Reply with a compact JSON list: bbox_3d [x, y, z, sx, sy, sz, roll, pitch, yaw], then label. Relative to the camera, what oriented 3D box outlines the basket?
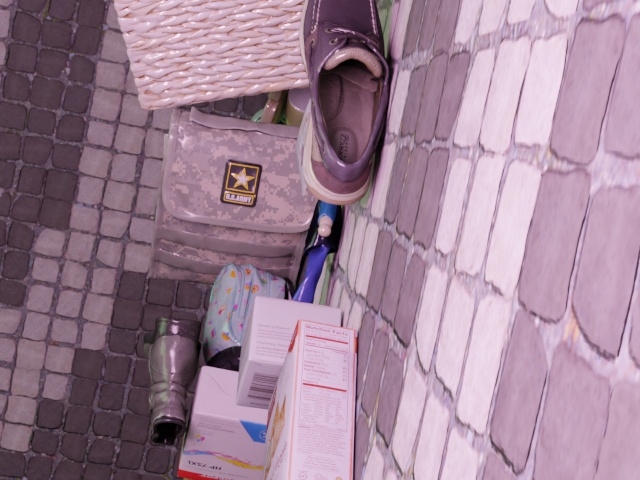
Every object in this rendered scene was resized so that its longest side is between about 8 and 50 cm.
[{"bbox_3d":[-0.135,-0.396,1.685,0.328,0.331,0.266,-102,3,-46],"label":"basket"}]

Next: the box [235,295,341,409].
[{"bbox_3d":[-0.035,0.129,1.297,0.101,0.102,0.087,108,168,-50],"label":"box"}]

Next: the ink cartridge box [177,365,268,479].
[{"bbox_3d":[-0.121,0.275,1.623,0.231,0.134,0.078,108,171,-50],"label":"ink cartridge box"}]

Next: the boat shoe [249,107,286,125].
[{"bbox_3d":[-0.100,-0.086,2.124,0.102,0.108,0.301,-98,17,-69],"label":"boat shoe"}]

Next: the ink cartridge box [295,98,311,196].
[{"bbox_3d":[0.019,-0.157,1.432,0.145,0.045,0.179,-100,26,-59],"label":"ink cartridge box"}]

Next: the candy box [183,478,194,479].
[{"bbox_3d":[-0.162,0.360,1.933,0.186,0.109,0.053,112,166,-56],"label":"candy box"}]

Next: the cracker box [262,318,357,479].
[{"bbox_3d":[-0.015,0.215,1.147,0.232,0.067,0.155,-86,10,-45],"label":"cracker box"}]

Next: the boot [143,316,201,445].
[{"bbox_3d":[-0.212,0.206,1.613,0.246,0.084,0.161,116,160,-72],"label":"boot"}]

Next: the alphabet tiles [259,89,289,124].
[{"bbox_3d":[-0.037,-0.297,1.965,0.284,0.021,0.278,-64,-2,-50],"label":"alphabet tiles"}]

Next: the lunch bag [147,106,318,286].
[{"bbox_3d":[-0.125,-0.065,1.740,0.287,0.235,0.169,106,168,-47],"label":"lunch bag"}]

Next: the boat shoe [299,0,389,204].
[{"bbox_3d":[0.031,-0.183,1.270,0.092,0.103,0.285,130,147,-66],"label":"boat shoe"}]

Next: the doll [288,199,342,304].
[{"bbox_3d":[0.000,0.000,1.431,0.129,0.046,0.189,88,-162,-79],"label":"doll"}]

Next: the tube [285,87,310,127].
[{"bbox_3d":[-0.036,-0.203,1.990,0.070,0.062,0.240,-36,-8,-12],"label":"tube"}]

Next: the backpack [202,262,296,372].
[{"bbox_3d":[-0.105,0.121,1.681,0.152,0.115,0.182,-34,41,48],"label":"backpack"}]
